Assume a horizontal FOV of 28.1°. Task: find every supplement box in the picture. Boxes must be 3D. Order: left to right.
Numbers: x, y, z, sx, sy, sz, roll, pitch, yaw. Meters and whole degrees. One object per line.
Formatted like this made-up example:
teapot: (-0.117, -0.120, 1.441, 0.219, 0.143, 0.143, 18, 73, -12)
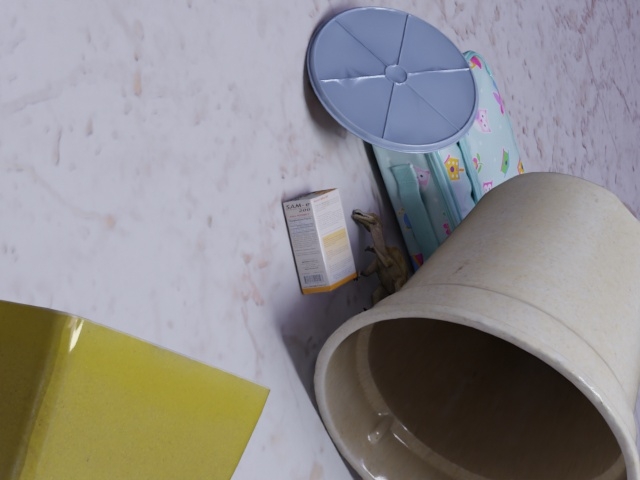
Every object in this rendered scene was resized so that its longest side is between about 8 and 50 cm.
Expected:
supplement box: (0.000, 0.000, 1.326, 0.062, 0.036, 0.098, -24, 104, -59)

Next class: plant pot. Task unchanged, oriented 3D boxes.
plant pot: (-0.192, 0.148, 0.818, 0.212, 0.212, 0.187, 29, 71, -54)
plant pot: (0.210, 0.100, 1.328, 0.305, 0.334, 0.333, -54, 129, -40)

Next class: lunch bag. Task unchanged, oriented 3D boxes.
lunch bag: (0.166, -0.072, 1.554, 0.224, 0.108, 0.279, -55, 129, -50)

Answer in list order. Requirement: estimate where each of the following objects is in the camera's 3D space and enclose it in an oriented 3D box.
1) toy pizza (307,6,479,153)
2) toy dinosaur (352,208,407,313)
toy pizza: (0.079, -0.175, 1.411, 0.201, 0.032, 0.201, 9, 57, -15)
toy dinosaur: (0.082, 0.052, 1.437, 0.092, 0.053, 0.183, -54, 128, -52)
